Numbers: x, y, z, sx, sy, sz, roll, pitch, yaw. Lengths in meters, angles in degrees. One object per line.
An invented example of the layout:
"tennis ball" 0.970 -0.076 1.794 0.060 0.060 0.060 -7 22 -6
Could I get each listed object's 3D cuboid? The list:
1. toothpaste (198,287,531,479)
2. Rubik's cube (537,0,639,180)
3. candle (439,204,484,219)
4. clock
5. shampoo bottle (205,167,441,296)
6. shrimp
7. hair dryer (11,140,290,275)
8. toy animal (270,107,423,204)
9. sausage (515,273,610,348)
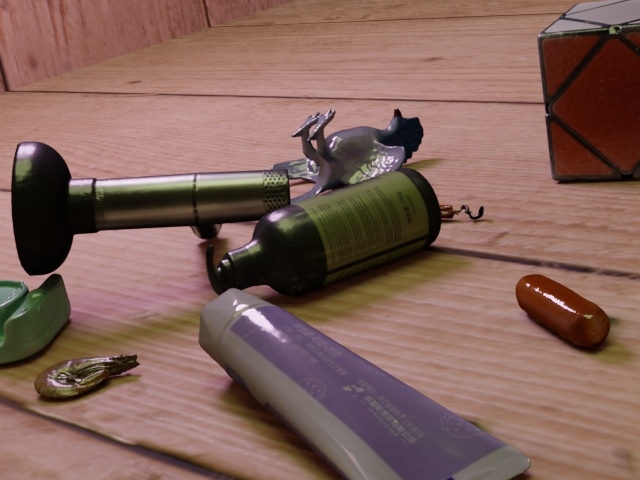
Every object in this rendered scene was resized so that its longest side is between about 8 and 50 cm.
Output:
"toothpaste" 0.009 0.132 0.985 0.125 0.080 0.371 -21 26 -28
"Rubik's cube" 0.419 -0.206 1.527 0.207 0.205 0.205 -2 21 28
"candle" 0.132 -0.036 1.477 0.167 0.021 0.026 2 2 34
"clock" -0.393 0.095 1.325 0.188 0.060 0.148 -8 19 8
"shampoo bottle" 0.000 0.000 1.319 0.284 0.101 0.101 -20 21 -25
"shrimp" -0.239 0.140 1.173 0.108 0.023 0.059 -9 28 4
"hair dryer" -0.210 -0.013 1.428 0.320 0.155 0.284 0 -23 -12
"toy animal" 0.043 -0.113 1.672 0.255 0.176 0.239 -53 28 -11
"sausage" 0.230 0.067 1.096 0.041 0.039 0.131 -9 19 -17
